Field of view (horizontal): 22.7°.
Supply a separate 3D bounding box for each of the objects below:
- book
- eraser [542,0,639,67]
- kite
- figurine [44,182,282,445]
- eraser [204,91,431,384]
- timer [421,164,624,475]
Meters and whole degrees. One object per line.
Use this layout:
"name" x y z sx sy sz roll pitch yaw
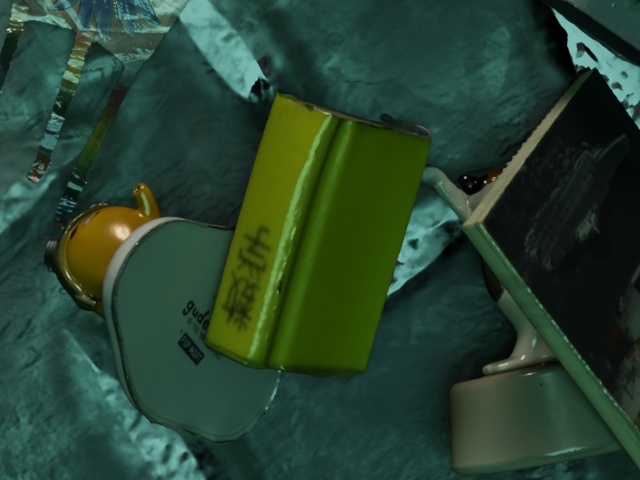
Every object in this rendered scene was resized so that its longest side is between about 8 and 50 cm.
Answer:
"book" 0.282 0.064 1.327 0.028 0.262 0.374 -28 104 42
"eraser" 0.293 -0.267 1.329 0.174 0.081 0.227 30 95 -28
"kite" -0.203 -0.176 1.298 0.169 0.015 0.310 27 82 -11
"figurine" -0.143 0.060 1.327 0.166 0.141 0.250 -49 138 -28
"eraser" 0.000 0.000 1.304 0.158 0.069 0.226 8 100 -54
"timer" 0.174 0.054 1.352 0.175 0.175 0.266 -10 83 -6
